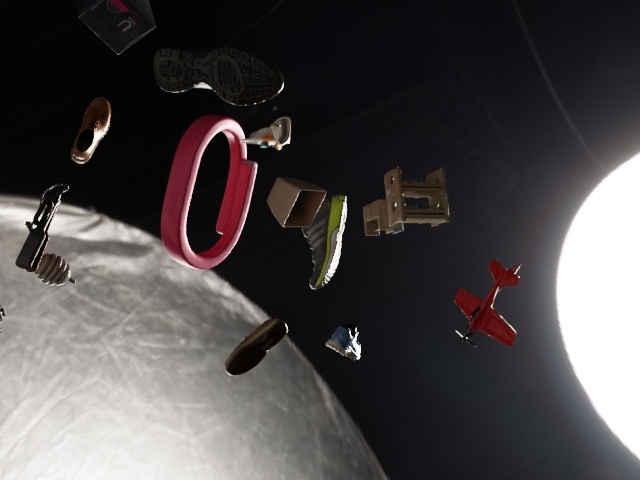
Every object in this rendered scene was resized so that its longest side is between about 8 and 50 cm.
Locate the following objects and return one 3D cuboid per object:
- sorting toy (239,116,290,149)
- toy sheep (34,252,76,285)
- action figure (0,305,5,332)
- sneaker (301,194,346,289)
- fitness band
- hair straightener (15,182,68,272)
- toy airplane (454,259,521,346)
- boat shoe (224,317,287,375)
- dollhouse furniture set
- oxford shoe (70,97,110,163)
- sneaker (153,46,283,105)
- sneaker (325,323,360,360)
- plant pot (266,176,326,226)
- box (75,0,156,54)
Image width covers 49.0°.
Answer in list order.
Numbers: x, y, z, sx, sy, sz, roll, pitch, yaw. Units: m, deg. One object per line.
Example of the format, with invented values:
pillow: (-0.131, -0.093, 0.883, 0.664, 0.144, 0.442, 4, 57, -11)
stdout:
sorting toy: (-0.099, -0.182, 1.225, 0.083, 0.075, 0.045, -48, 131, -60)
toy sheep: (-0.707, 0.078, 1.859, 0.132, 0.091, 0.091, 31, 17, -32)
action figure: (-0.910, 0.145, 1.814, 0.099, 0.185, 0.285, 172, -81, -67)
sneaker: (0.000, 0.000, 2.145, 0.111, 0.121, 0.300, 40, 61, -76)
fitness band: (-0.206, -0.089, 1.321, 0.209, 0.054, 0.291, 7, 96, -65)
hair straightener: (-0.667, -0.037, 1.687, 0.047, 0.230, 0.089, 24, -10, 3)
toy airplane: (0.263, 0.096, 1.093, 0.028, 0.151, 0.151, 26, 22, -35)
boat shoe: (-0.169, 0.262, 1.746, 0.072, 0.190, 0.068, 16, -46, 49)
dollhouse furniture set: (0.200, -0.091, 1.693, 0.183, 0.129, 0.129, 156, -68, -64)
oxford shoe: (-0.653, -0.326, 2.022, 0.076, 0.076, 0.212, 144, -38, -63)
sneaker: (-0.188, -0.339, 1.388, 0.130, 0.286, 0.109, -34, 135, -54)
sneaker: (0.069, 0.232, 1.637, 0.063, 0.073, 0.162, 28, -5, 20)
plant pot: (-0.069, -0.105, 1.777, 0.096, 0.109, 0.109, 40, 24, 31)
box: (-0.582, -0.684, 1.962, 0.165, 0.143, 0.270, 42, 21, -51)
